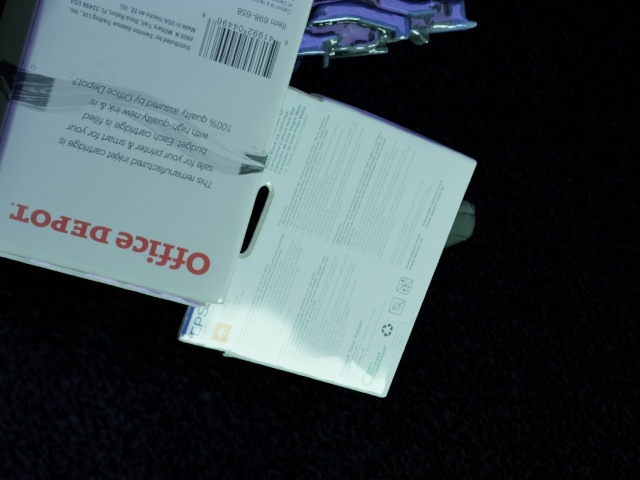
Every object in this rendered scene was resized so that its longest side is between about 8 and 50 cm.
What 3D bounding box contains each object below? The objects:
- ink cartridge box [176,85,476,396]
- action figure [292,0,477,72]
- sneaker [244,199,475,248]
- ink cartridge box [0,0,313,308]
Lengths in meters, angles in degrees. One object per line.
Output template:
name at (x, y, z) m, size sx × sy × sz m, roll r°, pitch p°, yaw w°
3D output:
ink cartridge box at (0.000, 0.000, 1.367) m, size 0.224 × 0.045 × 0.223 m, roll 19°, pitch 94°, yaw -37°
action figure at (-0.055, -0.212, 1.416) m, size 0.341 × 0.178 × 0.330 m, roll 0°, pitch 80°, yaw -20°
sneaker at (0.037, 0.014, 1.500) m, size 0.267 × 0.101 × 0.106 m, roll -10°, pitch 98°, yaw -42°
ink cartridge box at (-0.138, -0.108, 1.224) m, size 0.197 × 0.114 × 0.273 m, roll 16°, pitch 91°, yaw -24°
